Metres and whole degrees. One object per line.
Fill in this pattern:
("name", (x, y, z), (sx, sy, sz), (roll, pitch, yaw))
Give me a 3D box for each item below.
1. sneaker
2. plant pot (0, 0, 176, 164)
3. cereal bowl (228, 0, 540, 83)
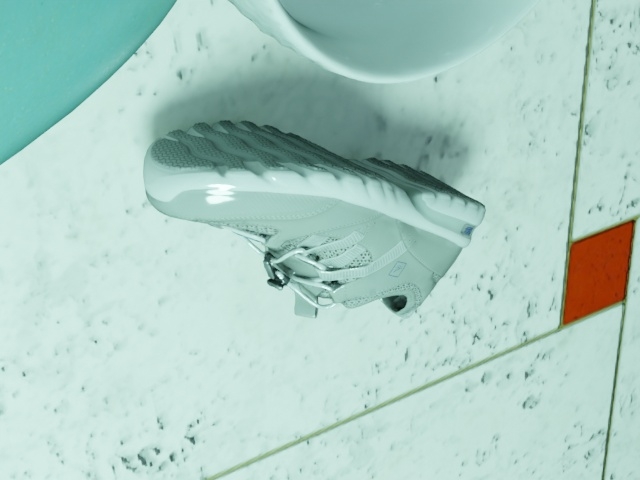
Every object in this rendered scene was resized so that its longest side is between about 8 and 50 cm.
("sneaker", (0.000, 0.000, 0.849), (0.281, 0.105, 0.115), (12, 103, -43))
("plant pot", (-0.174, -0.162, 0.510), (0.235, 0.293, 0.293), (-36, 132, -38))
("cereal bowl", (0.038, -0.264, 0.705), (0.339, 0.141, 0.339), (-29, 135, -34))
